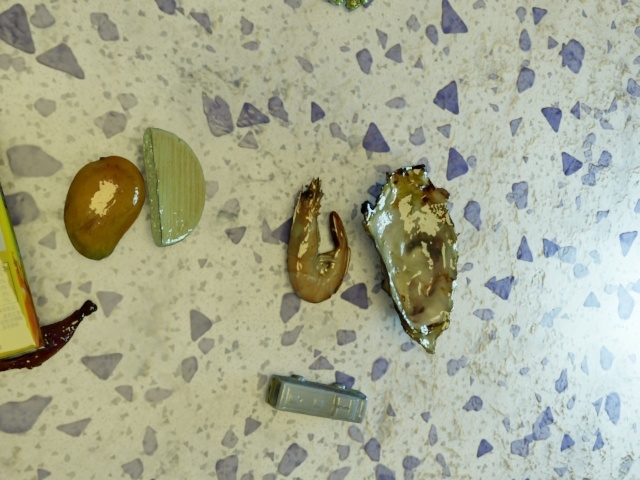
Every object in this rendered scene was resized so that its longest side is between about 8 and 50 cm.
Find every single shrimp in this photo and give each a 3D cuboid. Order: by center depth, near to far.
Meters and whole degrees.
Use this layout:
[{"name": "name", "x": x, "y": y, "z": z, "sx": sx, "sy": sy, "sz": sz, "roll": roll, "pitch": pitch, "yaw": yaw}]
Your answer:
[{"name": "shrimp", "x": 0.001, "y": 0.000, "z": 1.085, "sx": 0.133, "sy": 0.053, "sz": 0.236, "roll": -1, "pitch": 93, "yaw": -21}]

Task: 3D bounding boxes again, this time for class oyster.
[{"name": "oyster", "x": 0.191, "y": 0.034, "z": 1.145, "sx": 0.221, "sy": 0.096, "sz": 0.361, "roll": -25, "pitch": 99, "yaw": -26}]

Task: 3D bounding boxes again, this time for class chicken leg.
[{"name": "chicken leg", "x": -0.449, "y": 0.152, "z": 0.901, "sx": 0.205, "sy": 0.053, "sz": 0.093, "roll": -7, "pitch": 78, "yaw": -26}]

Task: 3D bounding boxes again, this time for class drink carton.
[{"name": "drink carton", "x": -0.484, "y": -0.006, "z": 0.802, "sx": 0.111, "sy": 0.154, "sz": 0.351, "roll": -15, "pitch": 87, "yaw": -24}]

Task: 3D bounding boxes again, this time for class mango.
[{"name": "mango", "x": -0.347, "y": -0.057, "z": 0.924, "sx": 0.115, "sy": 0.089, "sz": 0.165, "roll": 39, "pitch": 79, "yaw": -28}]

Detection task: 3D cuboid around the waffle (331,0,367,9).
[{"name": "waffle", "x": 0.041, "y": -0.542, "z": 1.112, "sx": 0.169, "sy": 0.036, "sz": 0.184, "roll": 27, "pitch": 79, "yaw": -19}]

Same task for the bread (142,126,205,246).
[{"name": "bread", "x": -0.242, "y": -0.090, "z": 0.979, "sx": 0.112, "sy": 0.036, "sz": 0.193, "roll": -12, "pitch": 99, "yaw": -53}]

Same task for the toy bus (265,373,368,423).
[{"name": "toy bus", "x": -0.002, "y": 0.291, "z": 1.071, "sx": 0.190, "sy": 0.075, "sz": 0.064, "roll": 16, "pitch": 83, "yaw": -21}]
